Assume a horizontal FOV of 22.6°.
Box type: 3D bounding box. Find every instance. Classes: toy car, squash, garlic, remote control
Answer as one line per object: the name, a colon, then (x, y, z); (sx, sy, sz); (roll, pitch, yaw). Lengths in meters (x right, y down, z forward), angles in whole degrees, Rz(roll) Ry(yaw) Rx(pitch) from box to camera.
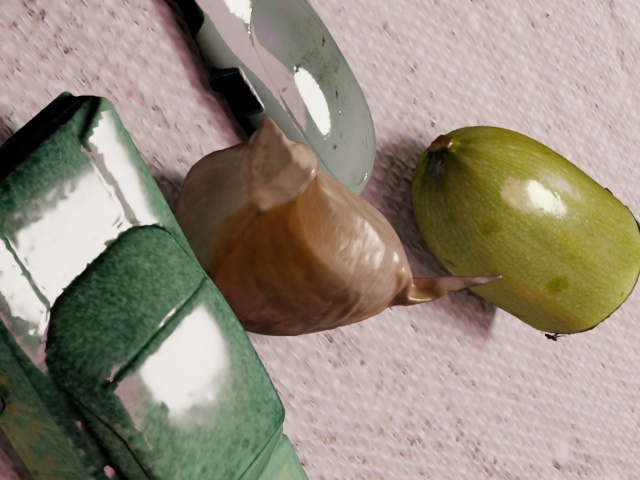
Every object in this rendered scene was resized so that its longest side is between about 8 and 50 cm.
toy car: (-0.091, 0.091, 0.846); (0.141, 0.097, 0.321); (-49, 123, -39)
squash: (0.135, -0.018, 1.113); (0.186, 0.123, 0.123); (33, 63, -45)
garlic: (-0.001, 0.007, 0.936); (0.198, 0.128, 0.090); (35, 46, -41)
remote control: (-0.032, -0.122, 0.975); (0.256, 0.045, 0.097); (57, 48, -28)
